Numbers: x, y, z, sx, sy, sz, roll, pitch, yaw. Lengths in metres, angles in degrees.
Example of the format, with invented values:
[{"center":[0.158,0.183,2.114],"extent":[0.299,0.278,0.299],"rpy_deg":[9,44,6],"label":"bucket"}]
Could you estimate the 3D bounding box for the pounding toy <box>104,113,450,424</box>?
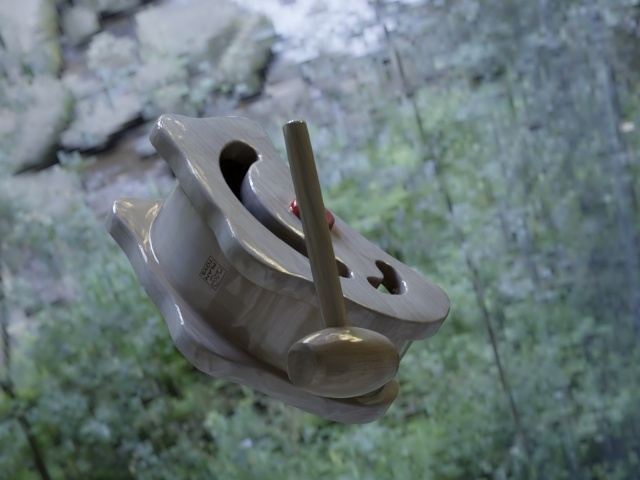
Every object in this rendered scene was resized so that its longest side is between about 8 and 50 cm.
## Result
[{"center":[0.000,0.000,1.037],"extent":[0.154,0.155,0.269],"rpy_deg":[12,28,-38],"label":"pounding toy"}]
